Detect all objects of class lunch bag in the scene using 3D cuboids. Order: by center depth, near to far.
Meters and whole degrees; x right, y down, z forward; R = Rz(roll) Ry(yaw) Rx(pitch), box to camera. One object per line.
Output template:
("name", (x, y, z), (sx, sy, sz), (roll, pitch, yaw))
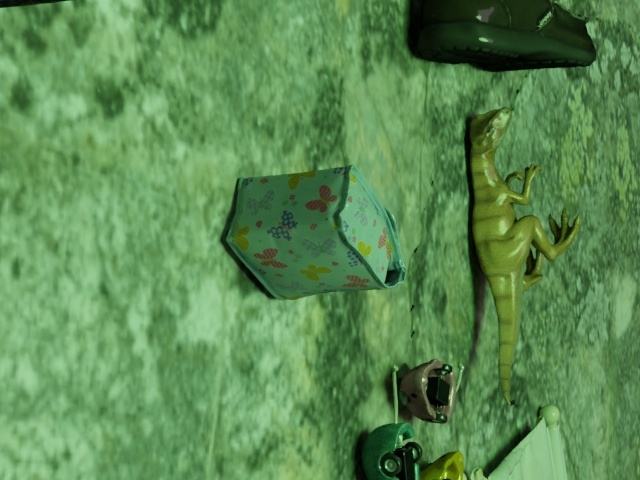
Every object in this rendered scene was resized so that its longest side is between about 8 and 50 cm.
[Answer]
("lunch bag", (0.000, 0.000, 0.853), (0.083, 0.071, 0.053), (53, 40, -47))

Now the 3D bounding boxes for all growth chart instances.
("growth chart", (0.150, 0.222, 1.198), (0.237, 0.021, 0.172), (-21, 108, -62))

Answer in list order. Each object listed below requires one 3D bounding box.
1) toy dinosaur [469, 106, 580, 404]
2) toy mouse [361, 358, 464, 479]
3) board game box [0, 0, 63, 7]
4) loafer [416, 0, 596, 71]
("toy dinosaur", (0.133, 0.014, 1.151), (0.112, 0.064, 0.212), (3, 77, -45))
("toy mouse", (0.055, 0.122, 1.001), (0.143, 0.031, 0.161), (61, 37, -43))
("board game box", (-0.114, -0.218, 0.457), (0.141, 0.232, 0.291), (54, 43, -50))
("loafer", (0.137, -0.161, 1.123), (0.220, 0.080, 0.078), (-5, 94, -63))
